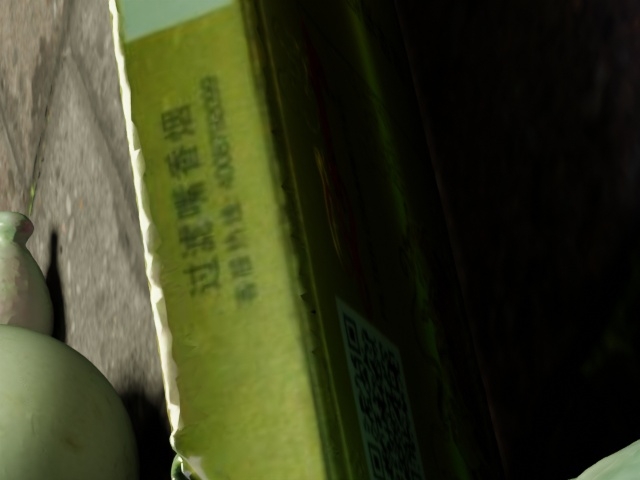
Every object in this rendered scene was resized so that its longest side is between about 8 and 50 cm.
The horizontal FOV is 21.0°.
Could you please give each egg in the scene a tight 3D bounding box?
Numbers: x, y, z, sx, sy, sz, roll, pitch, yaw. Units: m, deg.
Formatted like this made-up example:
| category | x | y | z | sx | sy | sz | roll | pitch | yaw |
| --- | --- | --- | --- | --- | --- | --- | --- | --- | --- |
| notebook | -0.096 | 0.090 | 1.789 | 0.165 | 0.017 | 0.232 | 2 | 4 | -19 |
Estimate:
| category | x | y | z | sx | sy | sz | roll | pitch | yaw |
| --- | --- | --- | --- | --- | --- | --- | --- | --- | --- |
| egg | -0.166 | 0.118 | 0.837 | 0.192 | 0.149 | 0.149 | 136 | 129 | -56 |

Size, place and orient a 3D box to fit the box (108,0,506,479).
| category | x | y | z | sx | sy | sz | roll | pitch | yaw |
| --- | --- | --- | --- | --- | --- | --- | --- | --- | --- |
| box | 0.000 | 0.000 | 0.477 | 0.173 | 0.043 | 0.311 | 42 | -147 | -62 |

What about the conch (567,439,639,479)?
| category | x | y | z | sx | sy | sz | roll | pitch | yaw |
| --- | --- | --- | --- | --- | --- | --- | --- | --- | --- |
| conch | 0.082 | 0.119 | 0.313 | 0.176 | 0.122 | 0.188 | 151 | 122 | -79 |

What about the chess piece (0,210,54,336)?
| category | x | y | z | sx | sy | sz | roll | pitch | yaw |
| --- | --- | --- | --- | --- | --- | --- | --- | --- | --- |
| chess piece | -0.203 | 0.116 | 0.981 | 0.139 | 0.139 | 0.271 | 11 | 89 | 65 |
